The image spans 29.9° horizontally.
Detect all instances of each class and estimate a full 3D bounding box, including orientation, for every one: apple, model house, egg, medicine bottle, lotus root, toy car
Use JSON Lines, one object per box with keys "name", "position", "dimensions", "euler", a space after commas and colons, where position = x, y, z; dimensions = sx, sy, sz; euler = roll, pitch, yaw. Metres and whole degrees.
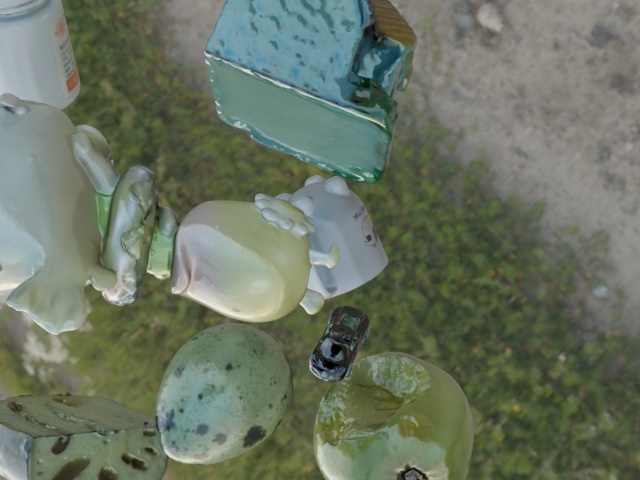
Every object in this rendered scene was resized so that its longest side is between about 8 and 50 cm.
{"name": "apple", "position": [0.120, 0.323, 1.942], "dimensions": [0.279, 0.279, 0.279], "euler": [29, 141, 27]}
{"name": "model house", "position": [0.017, -0.240, 1.381], "dimensions": [0.230, 0.249, 0.280], "euler": [23, 168, 3]}
{"name": "egg", "position": [-0.139, 0.218, 1.679], "dimensions": [0.177, 0.228, 0.177], "euler": [24, 140, 23]}
{"name": "medicine bottle", "position": [-0.455, -0.322, 1.818], "dimensions": [0.144, 0.144, 0.252], "euler": [26, 142, 31]}
{"name": "lotus root", "position": [-0.422, 0.334, 1.897], "dimensions": [0.260, 0.267, 0.149], "euler": [8, 92, 43]}
{"name": "toy car", "position": [0.032, 0.162, 1.922], "dimensions": [0.069, 0.142, 0.055], "euler": [20, 139, 10]}

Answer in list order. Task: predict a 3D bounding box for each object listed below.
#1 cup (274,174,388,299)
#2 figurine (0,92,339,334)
{"name": "cup", "position": [-0.006, -0.001, 1.648], "dimensions": [0.134, 0.173, 0.142], "euler": [-4, 115, 48]}
{"name": "figurine", "position": [-0.182, 0.012, 1.125], "dimensions": [0.394, 0.274, 0.227], "euler": [12, 123, -4]}
